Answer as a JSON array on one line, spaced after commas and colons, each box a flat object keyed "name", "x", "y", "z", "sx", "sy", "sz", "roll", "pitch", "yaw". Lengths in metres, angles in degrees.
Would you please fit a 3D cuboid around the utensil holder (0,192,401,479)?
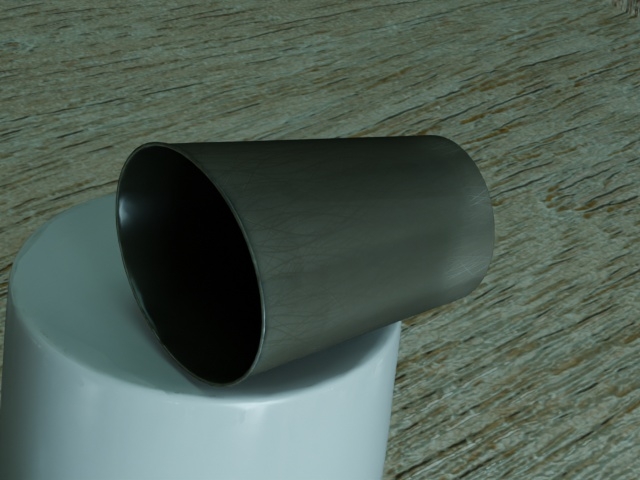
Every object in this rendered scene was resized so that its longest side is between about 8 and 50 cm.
[{"name": "utensil holder", "x": -0.105, "y": 0.195, "z": 1.400, "sx": 0.328, "sy": 0.385, "sz": 0.327, "roll": 6, "pitch": 32, "yaw": -4}]

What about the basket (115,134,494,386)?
[{"name": "basket", "x": 0.000, "y": 0.000, "z": 1.234, "sx": 0.227, "sy": 0.154, "sz": 0.204, "roll": -10, "pitch": 37, "yaw": -33}]
